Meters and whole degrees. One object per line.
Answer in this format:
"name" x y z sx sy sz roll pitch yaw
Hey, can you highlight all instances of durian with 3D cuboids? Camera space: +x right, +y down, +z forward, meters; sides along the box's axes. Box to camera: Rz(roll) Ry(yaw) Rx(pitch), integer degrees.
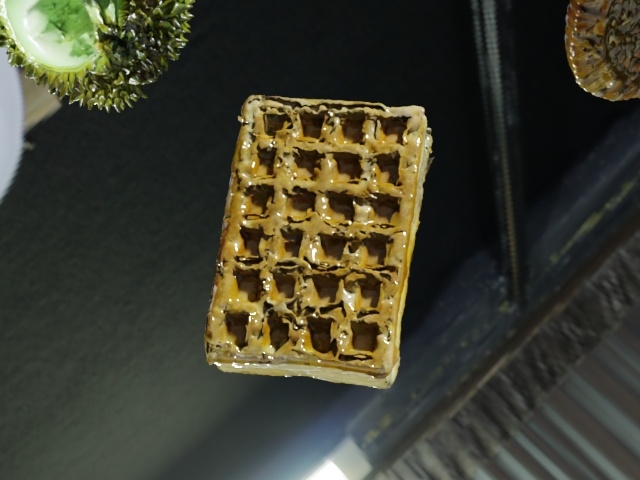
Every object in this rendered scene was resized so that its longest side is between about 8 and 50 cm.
"durian" -0.240 -0.254 1.390 0.176 0.200 0.237 46 -120 -58

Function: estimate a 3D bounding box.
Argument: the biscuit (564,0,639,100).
"biscuit" 0.320 -0.241 1.056 0.305 0.038 0.305 -29 -35 -23

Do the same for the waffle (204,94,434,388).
"waffle" 0.000 0.000 1.366 0.091 0.212 0.308 58 -141 -67
